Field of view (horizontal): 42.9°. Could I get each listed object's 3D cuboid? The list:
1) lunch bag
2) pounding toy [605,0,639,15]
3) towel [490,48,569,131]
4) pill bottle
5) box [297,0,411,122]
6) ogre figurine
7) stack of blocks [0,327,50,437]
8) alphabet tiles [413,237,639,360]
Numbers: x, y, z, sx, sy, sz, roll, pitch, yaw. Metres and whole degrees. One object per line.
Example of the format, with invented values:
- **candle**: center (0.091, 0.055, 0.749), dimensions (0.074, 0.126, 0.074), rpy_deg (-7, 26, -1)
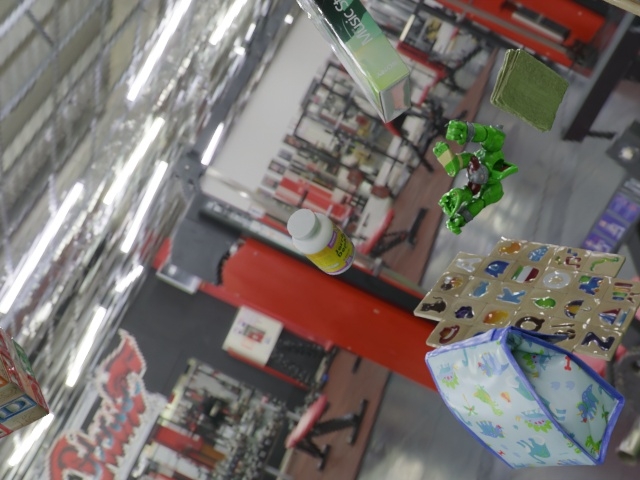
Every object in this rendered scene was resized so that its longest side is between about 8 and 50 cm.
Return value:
- **lunch bag**: center (0.191, 0.145, 0.791), dimensions (0.129, 0.151, 0.096), rpy_deg (-32, 22, 56)
- **pounding toy**: center (0.307, -0.309, 0.785), dimensions (0.206, 0.181, 0.094), rpy_deg (-10, 42, 38)
- **towel**: center (0.369, -0.265, 1.439), dimensions (0.027, 0.148, 0.110), rpy_deg (25, 93, 63)
- **pill bottle**: center (0.000, 0.000, 0.810), dimensions (0.083, 0.043, 0.043), rpy_deg (42, -110, -53)
- **box**: center (0.021, -0.331, 1.190), dimensions (0.058, 0.322, 0.232), rpy_deg (-36, -6, 4)
- **ogre figurine**: center (0.260, -0.114, 1.369), dimensions (0.097, 0.118, 0.197), rpy_deg (8, 114, 63)
- **stack of blocks**: center (-0.445, 0.183, 0.800), dimensions (0.297, 0.087, 0.171), rpy_deg (-26, -23, -11)
- **alphabet tiles**: center (0.340, 0.099, 1.342), dimensions (0.285, 0.342, 0.011), rpy_deg (-48, -48, -34)
